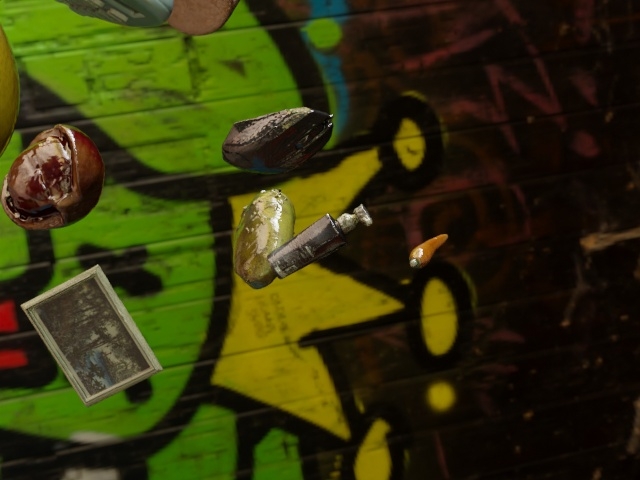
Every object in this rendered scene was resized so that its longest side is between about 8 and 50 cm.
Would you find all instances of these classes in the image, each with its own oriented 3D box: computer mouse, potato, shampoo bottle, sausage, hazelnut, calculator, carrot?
[{"bbox_3d":[-0.059,-0.132,1.353,0.099,0.172,0.057,48,29,-50],"label":"computer mouse"},{"bbox_3d":[-0.119,-0.005,2.048,0.149,0.113,0.251,-30,-149,39],"label":"potato"},{"bbox_3d":[0.000,0.000,1.820,0.057,0.208,0.063,40,21,-58],"label":"shampoo bottle"},{"bbox_3d":[-0.166,-0.420,1.522,0.253,0.123,0.123,-74,165,-56],"label":"sausage"},{"bbox_3d":[-0.476,-0.113,1.755,0.170,0.160,0.201,40,-54,12],"label":"hazelnut"},{"bbox_3d":[-0.243,-0.273,0.987,0.295,0.184,0.042,18,-98,58],"label":"calculator"},{"bbox_3d":[0.183,0.016,1.671,0.142,0.035,0.035,-36,125,-56],"label":"carrot"}]

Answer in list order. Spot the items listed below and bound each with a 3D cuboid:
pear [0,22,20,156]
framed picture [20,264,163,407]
[{"bbox_3d":[-0.420,-0.184,0.916,0.285,0.285,0.336,167,-73,-78],"label":"pear"},{"bbox_3d":[-0.332,0.143,1.421,0.183,0.142,0.011,61,15,-11],"label":"framed picture"}]
